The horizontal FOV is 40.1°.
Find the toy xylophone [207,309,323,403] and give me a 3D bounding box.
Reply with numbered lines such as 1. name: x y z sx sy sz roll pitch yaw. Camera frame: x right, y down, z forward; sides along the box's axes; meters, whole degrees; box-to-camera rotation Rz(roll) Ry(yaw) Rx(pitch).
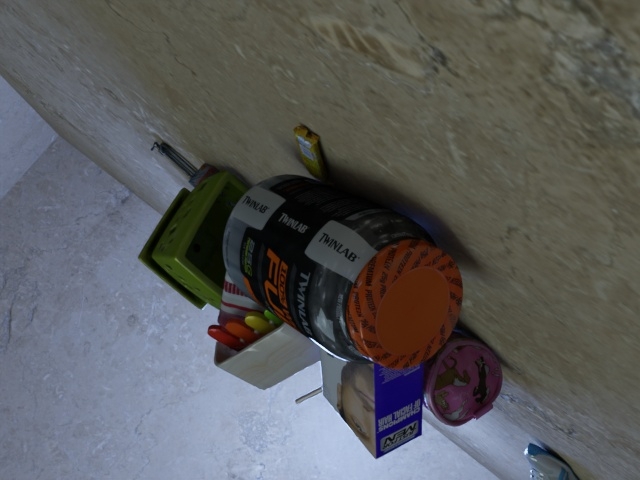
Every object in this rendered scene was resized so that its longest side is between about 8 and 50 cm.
1. toy xylophone: -0.065 0.214 1.701 0.322 0.081 0.236 -26 128 38

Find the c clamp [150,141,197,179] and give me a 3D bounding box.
1. c clamp: -0.345 -0.190 2.139 0.160 0.022 0.137 41 165 -5

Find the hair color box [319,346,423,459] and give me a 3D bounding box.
1. hair color box: 0.081 0.184 1.480 0.185 0.110 0.339 45 150 44

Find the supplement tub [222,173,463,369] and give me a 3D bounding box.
1. supplement tub: 0.025 0.039 1.209 0.207 0.207 0.338 46 168 -35

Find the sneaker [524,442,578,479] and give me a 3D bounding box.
1. sneaker: 0.532 0.553 2.051 0.087 0.092 0.229 30 166 51

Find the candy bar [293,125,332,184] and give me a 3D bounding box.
1. candy bar: -0.010 -0.113 1.200 0.040 0.018 0.161 33 169 16

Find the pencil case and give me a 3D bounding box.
1. pencil case: 0.171 0.217 1.649 0.167 0.160 0.386 19 180 -27

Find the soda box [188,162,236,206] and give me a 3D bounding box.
1. soda box: -0.205 -0.089 1.947 0.183 0.058 0.063 45 169 -30

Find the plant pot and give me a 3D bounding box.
1. plant pot: -0.229 0.014 1.842 0.207 0.227 0.228 -5 140 48

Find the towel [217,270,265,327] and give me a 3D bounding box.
1. towel: -0.063 0.091 1.643 0.237 0.037 0.329 13 142 -3
